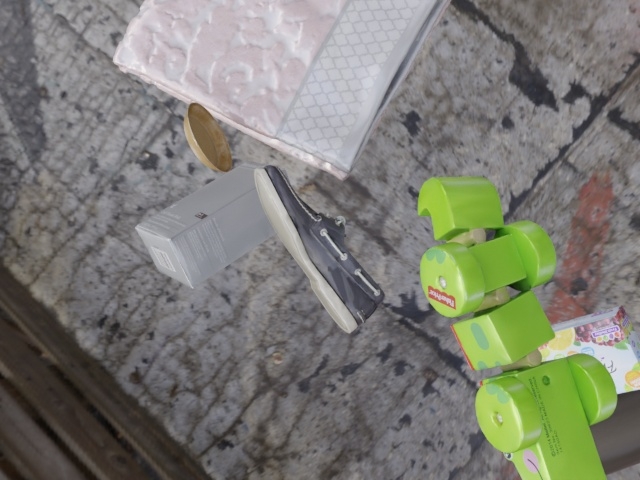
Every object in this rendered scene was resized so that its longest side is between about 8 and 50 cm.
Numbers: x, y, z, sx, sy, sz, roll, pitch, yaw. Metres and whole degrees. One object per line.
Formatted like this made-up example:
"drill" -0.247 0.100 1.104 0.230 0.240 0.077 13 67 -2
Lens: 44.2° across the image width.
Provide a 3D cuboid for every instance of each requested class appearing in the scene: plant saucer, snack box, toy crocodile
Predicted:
"plant saucer" -0.124 -0.108 0.851 0.015 0.083 0.083 -25 81 18
"snack box" 0.336 0.151 1.005 0.141 0.037 0.100 -25 95 38
"toy crocodile" 0.173 0.093 0.734 0.115 0.105 0.340 -17 81 -26

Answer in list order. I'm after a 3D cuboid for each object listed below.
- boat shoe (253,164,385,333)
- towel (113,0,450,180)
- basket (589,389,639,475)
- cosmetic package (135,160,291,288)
"boat shoe" 0.000 0.000 0.849 0.065 0.075 0.206 -34 102 -12
"towel" -0.029 -0.278 0.921 0.317 0.053 0.332 28 81 5
"basket" 0.411 0.256 1.132 0.227 0.204 0.154 -15 92 0
"cosmetic package" -0.163 -0.033 1.300 0.238 0.107 0.127 -38 31 -27
